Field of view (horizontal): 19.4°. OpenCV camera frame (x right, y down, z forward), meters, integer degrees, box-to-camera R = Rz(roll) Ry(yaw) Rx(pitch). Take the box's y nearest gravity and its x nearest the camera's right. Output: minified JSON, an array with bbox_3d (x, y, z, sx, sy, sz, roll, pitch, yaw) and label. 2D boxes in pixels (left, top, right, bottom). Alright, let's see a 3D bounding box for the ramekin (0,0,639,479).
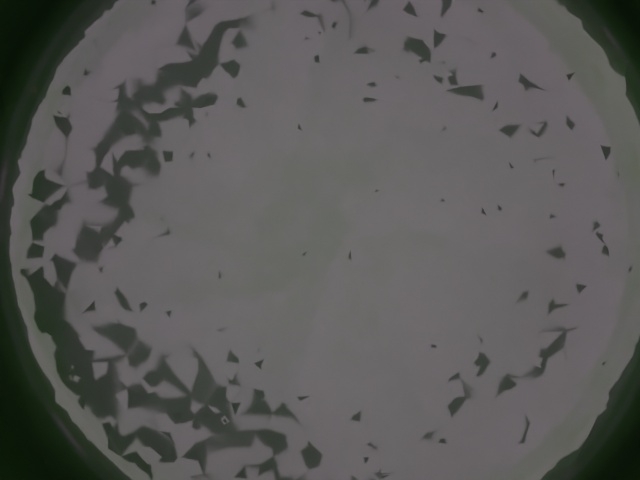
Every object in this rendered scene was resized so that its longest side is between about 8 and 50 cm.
[{"bbox_3d":[0.000,0.000,0.567,0.303,0.148,0.303,0,92,4],"label":"ramekin"}]
